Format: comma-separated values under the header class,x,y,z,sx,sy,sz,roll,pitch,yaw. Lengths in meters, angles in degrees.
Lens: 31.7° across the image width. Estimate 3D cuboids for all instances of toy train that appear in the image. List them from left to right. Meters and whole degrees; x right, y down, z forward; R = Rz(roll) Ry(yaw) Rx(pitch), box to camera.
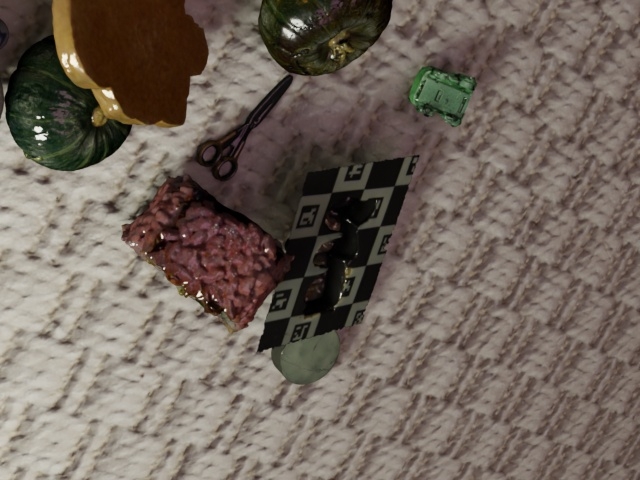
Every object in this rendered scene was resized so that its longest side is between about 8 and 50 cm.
class,x,y,z,sx,sy,sz,roll,pitch,yaw
toy train,0.228,-0.273,2.094,0.149,0.081,0.099,12,107,-31

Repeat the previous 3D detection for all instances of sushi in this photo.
class,x,y,z,sx,sy,sz,roll,pitch,yaw
sushi,-0.190,0.016,1.875,0.270,0.236,0.171,38,83,-7
sushi,0.000,0.000,2.074,0.296,0.100,0.373,-12,128,-45

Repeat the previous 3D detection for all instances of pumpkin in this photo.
class,x,y,z,sx,sy,sz,roll,pitch,yaw
pumpkin,-0.373,-0.205,1.681,0.211,0.152,0.212,-24,127,-37
pumpkin,0.013,-0.363,1.809,0.238,0.159,0.238,-31,170,-6

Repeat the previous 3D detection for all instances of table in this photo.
class,x,y,z,sx,sy,sz,roll,pitch,yaw
table,-0.029,0.212,2.191,0.133,0.043,0.133,-15,121,-26

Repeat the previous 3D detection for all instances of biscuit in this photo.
class,x,y,z,sx,sy,sz,roll,pitch,yaw
biscuit,-0.271,-0.300,1.645,0.376,0.051,0.269,-4,92,-66

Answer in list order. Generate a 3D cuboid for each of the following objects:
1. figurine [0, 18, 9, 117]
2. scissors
class,x,y,z,sx,sy,sz,roll,pitch,yaw
figurine,-0.548,-0.263,1.526,0.261,0.186,0.382,-18,127,-18
scissors,-0.121,-0.200,1.939,0.220,0.017,0.088,-49,129,-3
